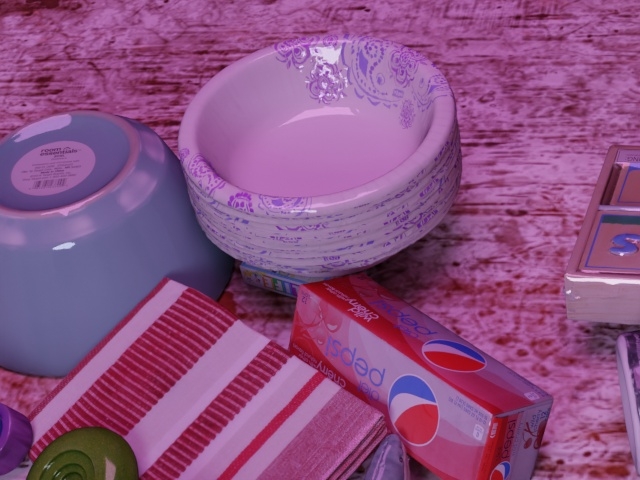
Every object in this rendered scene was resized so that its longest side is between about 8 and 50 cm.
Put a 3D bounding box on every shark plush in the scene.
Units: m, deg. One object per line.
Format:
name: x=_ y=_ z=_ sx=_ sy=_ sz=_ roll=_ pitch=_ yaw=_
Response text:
shark plush: x=0.029 y=0.242 z=1.453 sx=0.073 sy=0.067 sz=0.161 roll=24 pitch=52 yaw=36

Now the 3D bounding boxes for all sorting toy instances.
sorting toy: x=-0.230 y=0.217 z=1.482 sx=0.365 sy=0.126 sz=0.127 roll=24 pitch=80 yaw=40

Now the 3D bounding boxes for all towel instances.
towel: x=-0.119 y=0.183 z=1.565 sx=0.237 sy=0.037 sz=0.329 roll=-45 pitch=47 yaw=-15

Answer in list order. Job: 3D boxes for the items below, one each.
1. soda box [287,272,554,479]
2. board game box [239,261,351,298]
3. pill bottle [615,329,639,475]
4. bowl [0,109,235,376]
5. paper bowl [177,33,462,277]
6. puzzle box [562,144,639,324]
soda box: x=0.084 y=0.127 z=1.536 sx=0.083 sy=0.092 sz=0.263 roll=-10 pitch=31 yaw=-41
board game box: x=0.000 y=0.000 z=1.778 sx=0.103 sy=0.026 sz=0.154 roll=16 pitch=48 yaw=30
pill bottle: x=0.385 y=0.126 z=1.440 sx=0.246 sy=0.130 sz=0.130 roll=-8 pitch=40 yaw=6
bowl: x=-0.256 y=-0.021 z=1.773 sx=0.312 sy=0.163 sz=0.311 roll=-7 pitch=40 yaw=6
paper bowl: x=0.004 y=-0.073 z=1.723 sx=0.284 sy=0.148 sz=0.284 roll=-6 pitch=42 yaw=5
puzzle box: x=0.454 y=-0.004 z=1.595 sx=0.409 sy=0.052 sz=0.272 roll=2 pitch=31 yaw=18
